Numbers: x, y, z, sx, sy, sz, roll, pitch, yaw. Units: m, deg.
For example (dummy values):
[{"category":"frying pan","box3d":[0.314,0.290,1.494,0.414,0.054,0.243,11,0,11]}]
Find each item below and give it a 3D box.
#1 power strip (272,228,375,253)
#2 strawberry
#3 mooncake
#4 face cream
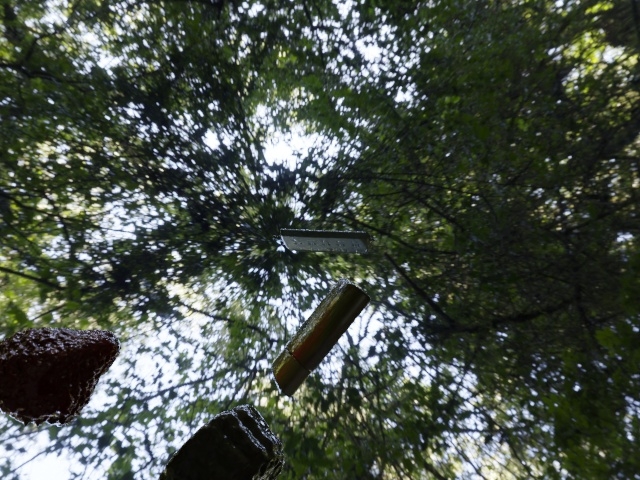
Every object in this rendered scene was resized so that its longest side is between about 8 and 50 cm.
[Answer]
[{"category":"power strip","box3d":[0.000,0.000,1.278,0.253,0.060,0.027,2,-125,22]},{"category":"strawberry","box3d":[-0.613,0.286,1.251,0.261,0.261,0.257,26,-96,-3]},{"category":"mooncake","box3d":[-0.243,0.587,1.406,0.187,0.324,0.324,41,-93,23]},{"category":"face cream","box3d":[-0.006,0.217,1.269,0.067,0.139,0.285,41,-96,-21]}]
